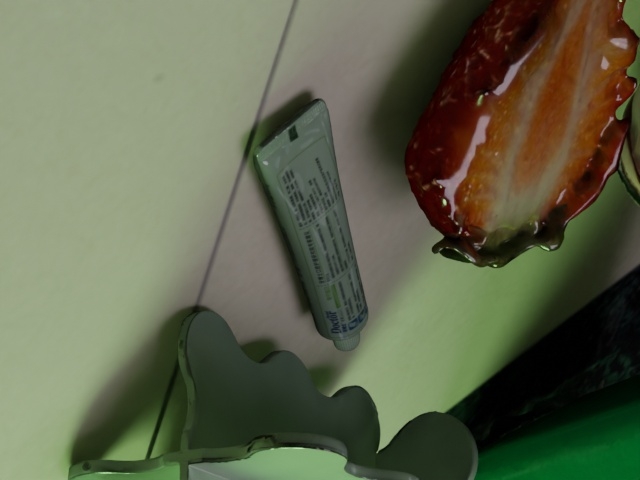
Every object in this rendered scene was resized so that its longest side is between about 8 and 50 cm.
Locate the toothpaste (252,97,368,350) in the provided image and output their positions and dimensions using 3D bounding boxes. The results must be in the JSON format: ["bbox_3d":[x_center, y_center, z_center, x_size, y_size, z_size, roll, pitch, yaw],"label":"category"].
[{"bbox_3d":[0.000,0.000,1.005,0.048,0.029,0.197,-40,146,-18],"label":"toothpaste"}]

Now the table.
[{"bbox_3d":[-0.021,0.139,1.022,0.166,0.166,0.198,-52,141,6],"label":"table"}]

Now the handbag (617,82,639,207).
[{"bbox_3d":[0.276,-0.085,1.119,0.205,0.179,0.116,-24,148,-37],"label":"handbag"}]

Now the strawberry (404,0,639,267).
[{"bbox_3d":[0.101,-0.073,1.002,0.146,0.082,0.187,-14,130,-51],"label":"strawberry"}]

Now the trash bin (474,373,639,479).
[{"bbox_3d":[0.281,0.160,1.193,0.295,0.259,0.381,-22,180,-36],"label":"trash bin"}]
